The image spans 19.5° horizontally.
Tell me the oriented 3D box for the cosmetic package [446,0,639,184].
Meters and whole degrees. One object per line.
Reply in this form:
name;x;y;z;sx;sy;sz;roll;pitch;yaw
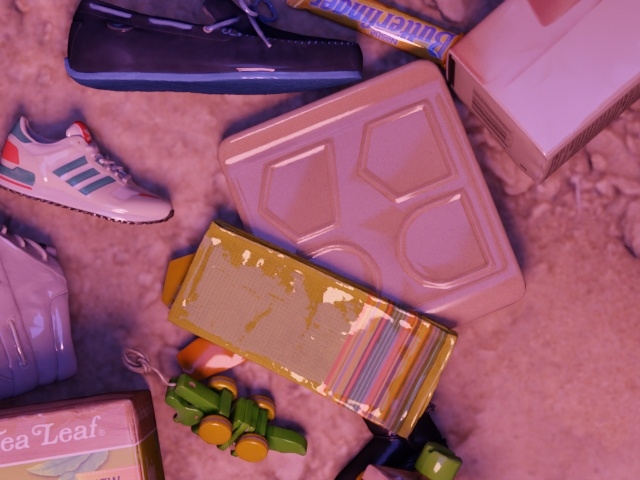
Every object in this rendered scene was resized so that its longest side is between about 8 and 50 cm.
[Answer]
cosmetic package;0.257;-0.197;1.584;0.296;0.153;0.129;-40;81;-3

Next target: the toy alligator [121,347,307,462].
toy alligator;-0.100;0.149;1.609;0.189;0.056;0.051;28;130;-19

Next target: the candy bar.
candy bar;0.051;-0.196;1.650;0.161;0.018;0.040;23;88;0

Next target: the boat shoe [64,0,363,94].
boat shoe;-0.091;-0.175;1.605;0.258;0.109;0.089;2;85;-3

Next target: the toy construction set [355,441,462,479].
toy construction set;0.118;0.311;1.533;0.309;0.257;0.237;26;91;-23

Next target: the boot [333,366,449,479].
boot;0.047;0.162;1.626;0.121;0.045;0.099;-25;90;-7

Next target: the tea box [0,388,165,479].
tea box;-0.282;0.304;1.528;0.329;0.220;0.323;-10;87;-1

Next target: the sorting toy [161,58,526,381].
sorting toy;0.000;0.000;1.637;0.307;0.041;0.229;-22;87;5

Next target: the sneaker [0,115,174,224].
sneaker;-0.201;-0.063;1.621;0.161;0.057;0.075;15;94;2

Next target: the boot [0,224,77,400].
boot;-0.292;0.014;1.613;0.123;0.095;0.258;-12;79;-26

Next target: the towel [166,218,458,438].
towel;-0.008;0.075;1.604;0.237;0.021;0.102;25;90;5
